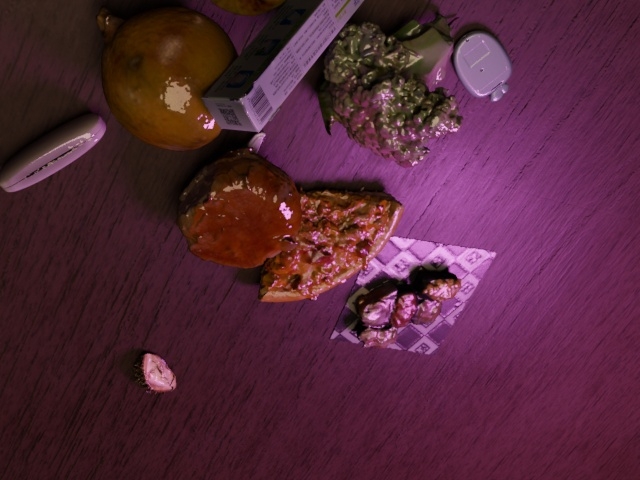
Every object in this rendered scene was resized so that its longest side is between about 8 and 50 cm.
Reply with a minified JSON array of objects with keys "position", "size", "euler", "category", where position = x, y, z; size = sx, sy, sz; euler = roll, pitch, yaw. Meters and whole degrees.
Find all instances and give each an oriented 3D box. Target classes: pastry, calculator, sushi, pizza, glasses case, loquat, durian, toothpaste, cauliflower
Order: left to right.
[{"position":[-0.428,-0.141,1.261],"size":[0.193,0.074,0.049],"euler":[-31,124,4],"category":"glasses case"},{"position":[-0.342,0.276,1.611],"size":[0.066,0.052,0.130],"euler":[-53,138,-28],"category":"durian"},{"position":[-0.235,-0.251,1.177],"size":[0.246,0.213,0.213],"euler":[40,105,-18],"category":"loquat"},{"position":[-0.139,-0.055,1.367],"size":[0.218,0.100,0.229],"euler":[0,132,-10],"category":"pastry"},{"position":[-0.039,-0.294,1.158],"size":[0.337,0.081,0.067],"euler":[-55,137,-27],"category":"toothpaste"},{"position":[0.000,0.000,1.496],"size":[0.335,0.086,0.226],"euler":[-32,129,7],"category":"pizza"},{"position":[0.134,-0.269,1.304],"size":[0.256,0.239,0.315],"euler":[43,86,-10],"category":"cauliflower"},{"position":[0.203,0.137,1.673],"size":[0.292,0.059,0.294],"euler":[10,119,-24],"category":"sushi"},{"position":[0.293,-0.308,1.417],"size":[0.095,0.021,0.153],"euler":[-37,123,9],"category":"calculator"}]

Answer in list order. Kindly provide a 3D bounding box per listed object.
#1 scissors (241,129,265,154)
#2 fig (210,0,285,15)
[{"position":[-0.151,-0.111,1.403],"size":[0.101,0.027,0.204],"euler":[21,116,-31],"category":"scissors"},{"position":[-0.103,-0.399,1.160],"size":[0.152,0.121,0.136],"euler":[4,127,-21],"category":"fig"}]
